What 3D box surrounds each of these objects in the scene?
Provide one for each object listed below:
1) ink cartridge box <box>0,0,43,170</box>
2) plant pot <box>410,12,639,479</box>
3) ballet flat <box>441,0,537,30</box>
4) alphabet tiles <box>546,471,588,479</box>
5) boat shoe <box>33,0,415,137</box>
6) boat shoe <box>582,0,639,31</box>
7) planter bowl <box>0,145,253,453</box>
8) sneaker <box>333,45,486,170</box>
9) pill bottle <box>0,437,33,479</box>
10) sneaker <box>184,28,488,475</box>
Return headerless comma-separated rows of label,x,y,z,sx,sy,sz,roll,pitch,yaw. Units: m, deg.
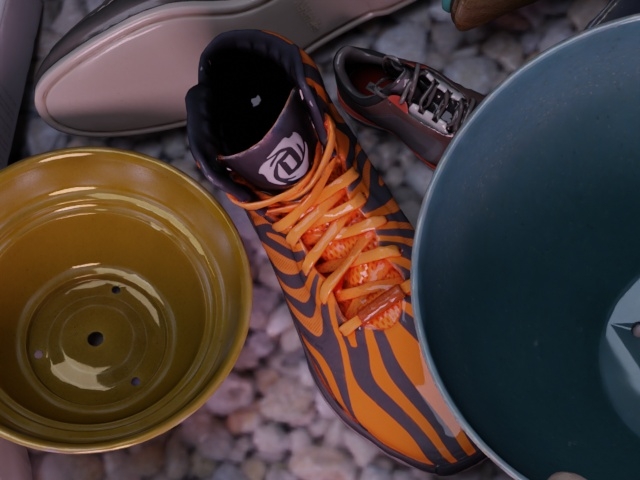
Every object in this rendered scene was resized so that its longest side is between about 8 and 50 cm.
ink cartridge box,-0.319,-0.037,1.186,0.176,0.069,0.371,-4,56,16
plant pot,0.215,0.041,0.947,0.290,0.195,0.290,-6,68,16
ballet flat,0.211,-0.272,1.128,0.124,0.116,0.342,28,76,4
alphabet tiles,0.147,0.254,0.871,0.278,0.284,0.021,30,43,25
boat shoe,-0.051,-0.176,1.173,0.335,0.112,0.095,-25,47,2
boat shoe,0.260,-0.178,1.051,0.254,0.079,0.095,-32,57,23
planter bowl,-0.154,0.053,1.108,0.217,0.090,0.217,1,64,-2
sneaker,0.070,-0.088,1.114,0.158,0.065,0.061,23,79,24
pill bottle,-0.324,0.179,1.104,0.246,0.136,0.136,-23,65,8
sneaker,0.000,0.000,1.041,0.124,0.180,0.321,-36,64,3
